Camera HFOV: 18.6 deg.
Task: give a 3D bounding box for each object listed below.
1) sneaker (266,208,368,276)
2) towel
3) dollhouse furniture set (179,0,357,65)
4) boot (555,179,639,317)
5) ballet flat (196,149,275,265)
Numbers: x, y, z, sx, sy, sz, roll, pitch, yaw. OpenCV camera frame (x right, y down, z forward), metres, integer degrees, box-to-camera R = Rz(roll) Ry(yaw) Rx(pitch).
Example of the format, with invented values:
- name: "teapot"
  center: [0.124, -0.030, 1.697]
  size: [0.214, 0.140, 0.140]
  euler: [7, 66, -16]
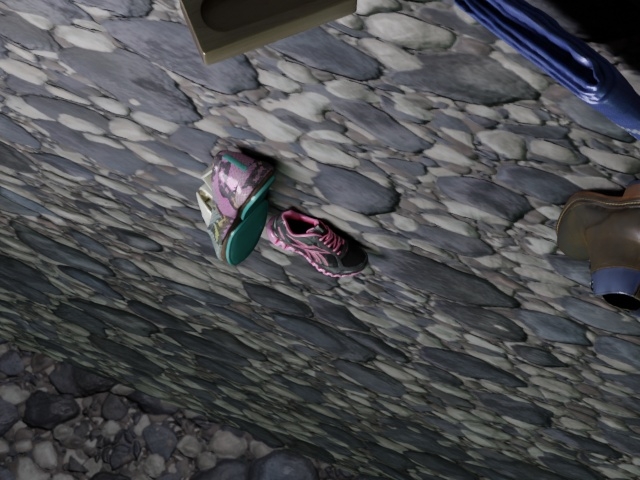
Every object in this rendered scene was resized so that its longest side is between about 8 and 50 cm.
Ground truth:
- name: "sneaker"
  center: [0.000, 0.000, 2.142]
  size: [0.119, 0.047, 0.057]
  euler: [23, 153, -5]
- name: "towel"
  center: [0.258, -0.071, 1.383]
  size: [0.336, 0.040, 0.243]
  euler: [31, -170, -30]
- name: "dollhouse furniture set"
  center: [-0.067, -0.220, 1.316]
  size: [0.144, 0.151, 0.123]
  euler: [-21, 164, -7]
- name: "boot"
  center: [0.251, 0.016, 1.717]
  size: [0.082, 0.106, 0.219]
  euler: [27, 163, -12]
- name: "ballet flat"
  center: [-0.096, -0.044, 2.093]
  size: [0.079, 0.077, 0.221]
  euler: [40, 161, 8]
